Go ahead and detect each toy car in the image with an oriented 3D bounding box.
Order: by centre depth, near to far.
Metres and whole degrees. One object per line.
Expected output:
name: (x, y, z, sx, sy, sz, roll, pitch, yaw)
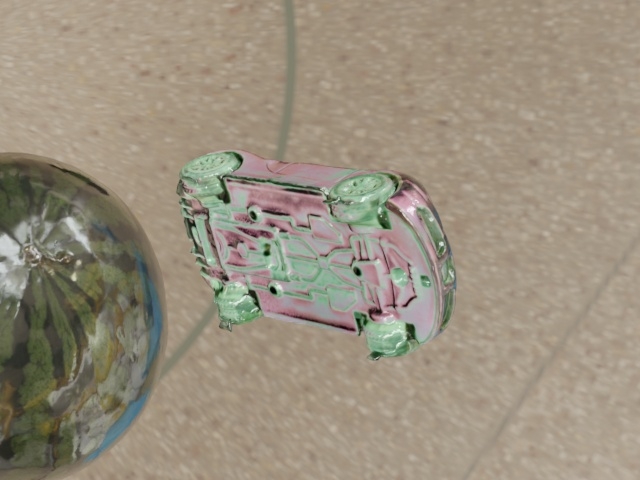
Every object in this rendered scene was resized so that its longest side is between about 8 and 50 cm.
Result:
toy car: (0.000, 0.000, 0.634, 0.055, 0.142, 0.069, -33, 120, -38)

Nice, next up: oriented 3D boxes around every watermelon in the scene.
watermelon: (-0.195, 0.051, 0.995, 0.212, 0.212, 0.212, -2, 97, -17)
